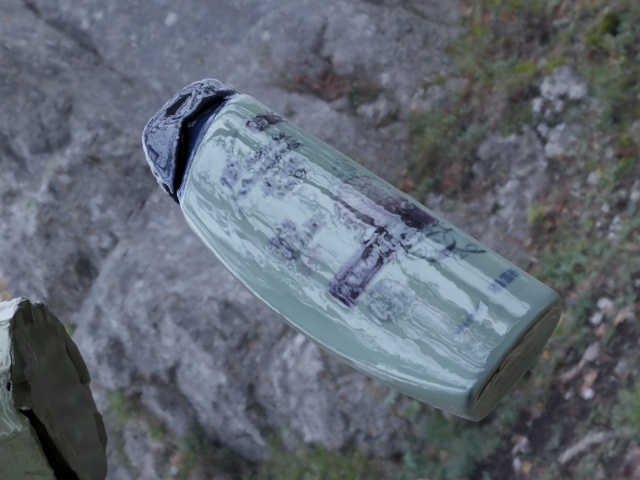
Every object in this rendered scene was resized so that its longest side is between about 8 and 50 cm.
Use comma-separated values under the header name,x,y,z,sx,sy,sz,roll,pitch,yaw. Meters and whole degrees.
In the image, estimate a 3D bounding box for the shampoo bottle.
name,x,y,z,sx,sy,sz,roll,pitch,yaw
shampoo bottle,0.000,0.000,0.784,0.134,0.359,0.078,-47,-28,-15

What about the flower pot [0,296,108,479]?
name,x,y,z,sx,sy,sz,roll,pitch,yaw
flower pot,-0.258,0.136,0.648,0.203,0.212,0.212,-19,-12,3
